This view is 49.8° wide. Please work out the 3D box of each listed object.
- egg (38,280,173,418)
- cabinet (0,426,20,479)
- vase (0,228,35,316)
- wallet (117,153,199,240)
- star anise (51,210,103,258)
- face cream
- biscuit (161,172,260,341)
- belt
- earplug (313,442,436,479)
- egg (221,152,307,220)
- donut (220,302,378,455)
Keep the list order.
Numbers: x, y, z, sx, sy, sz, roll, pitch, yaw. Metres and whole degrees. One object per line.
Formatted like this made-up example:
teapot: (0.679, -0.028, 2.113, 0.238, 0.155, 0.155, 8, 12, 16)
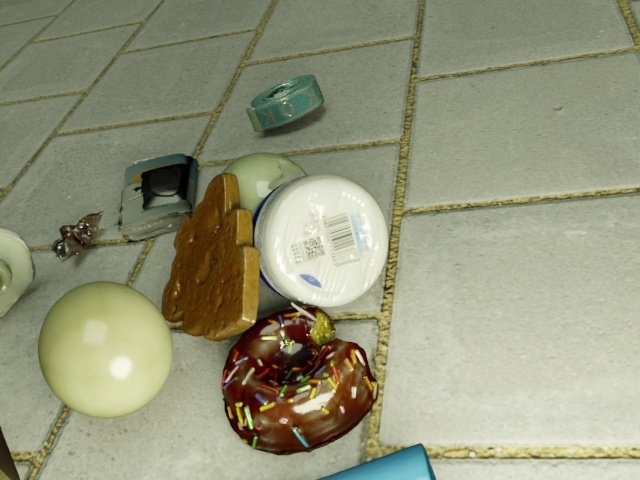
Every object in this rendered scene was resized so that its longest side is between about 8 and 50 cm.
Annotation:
egg: (-0.324, 0.156, 1.036, 0.188, 0.188, 0.254, -30, 31, -15)
cabinet: (-0.542, 0.285, 0.940, 0.148, 0.215, 0.175, -33, 40, -19)
vase: (-0.767, 0.004, 1.364, 0.445, 0.250, 0.250, 22, 52, 32)
wallet: (-0.345, -0.101, 1.459, 0.170, 0.069, 0.231, -11, 39, 1)
star anise: (-0.498, -0.002, 1.402, 0.124, 0.056, 0.129, -23, 34, 12)
face cream: (0.000, 0.000, 1.069, 0.206, 0.206, 0.111, -32, 12, -17)
biscuit: (-0.165, 0.054, 1.086, 0.278, 0.043, 0.301, -61, 38, 17)
belt: (-0.077, -0.320, 1.608, 0.163, 0.082, 0.147, -14, 27, 16)
earplug: (0.002, 0.325, 0.759, 0.273, 0.132, 0.132, -17, 38, 6)
egg: (-0.096, -0.060, 1.206, 0.183, 0.183, 0.217, -22, 22, -6)
donut: (-0.042, 0.184, 0.966, 0.216, 0.096, 0.230, -20, 38, -4)
